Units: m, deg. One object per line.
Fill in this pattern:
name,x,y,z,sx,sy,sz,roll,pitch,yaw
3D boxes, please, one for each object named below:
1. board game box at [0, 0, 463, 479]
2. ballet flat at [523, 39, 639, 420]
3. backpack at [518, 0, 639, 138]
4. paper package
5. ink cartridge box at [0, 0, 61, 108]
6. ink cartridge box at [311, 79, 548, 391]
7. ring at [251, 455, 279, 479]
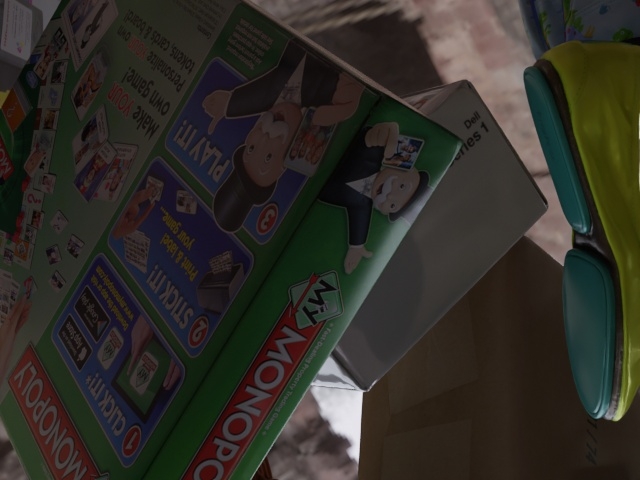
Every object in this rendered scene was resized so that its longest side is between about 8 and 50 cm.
board game box,-0.085,-0.016,0.608,0.213,0.046,0.317,-59,-145,9
ballet flat,0.175,-0.005,0.766,0.077,0.231,0.077,-16,-162,-7
backpack,0.303,-0.271,1.244,0.290,0.355,0.273,3,173,-44
paper package,0.187,0.201,1.192,0.168,0.309,0.324,-22,-131,36
ink cartridge box,-0.323,-0.147,0.964,0.226,0.131,0.306,6,179,7
ink cartridge box,0.000,0.000,0.983,0.201,0.117,0.278,-43,-163,-23
ring,-0.111,0.331,1.424,0.032,0.336,0.336,-3,-149,24
